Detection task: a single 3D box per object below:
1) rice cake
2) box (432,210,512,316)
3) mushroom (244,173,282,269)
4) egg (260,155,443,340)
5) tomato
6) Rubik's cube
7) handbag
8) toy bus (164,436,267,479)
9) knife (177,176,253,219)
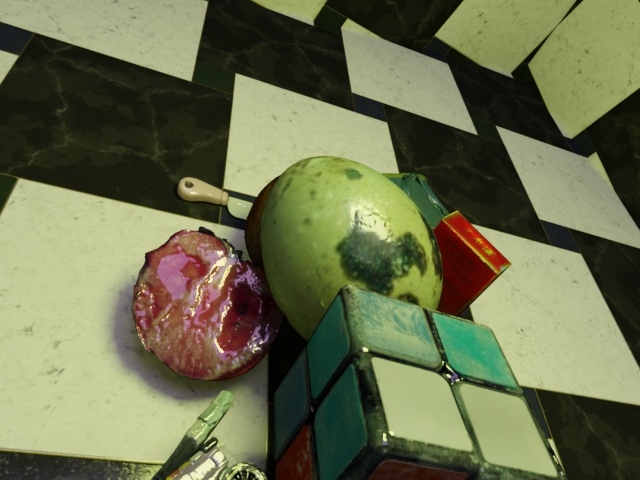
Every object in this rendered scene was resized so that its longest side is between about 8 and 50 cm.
[{"bbox_3d":[-0.227,0.356,0.938,0.038,0.211,0.124,38,42,3],"label":"rice cake"},{"bbox_3d":[0.338,0.099,1.425,0.089,0.313,0.197,-24,65,-42],"label":"box"},{"bbox_3d":[-0.021,0.003,1.317,0.331,0.334,0.356,-14,30,-25],"label":"mushroom"},{"bbox_3d":[0.057,0.031,1.062,0.345,0.345,0.428,-23,88,-42],"label":"egg"},{"bbox_3d":[-0.257,0.156,1.149,0.335,0.176,0.289,33,63,2],"label":"tomato"},{"bbox_3d":[0.122,0.305,0.838,0.313,0.316,0.318,19,31,-19],"label":"Rubik's cube"},{"bbox_3d":[0.259,-0.062,1.604,0.263,0.222,0.241,0,51,-34],"label":"handbag"},{"bbox_3d":[-0.122,0.565,0.800,0.440,0.209,0.249,45,44,15],"label":"toy bus"},{"bbox_3d":[-0.241,-0.102,1.497,0.336,0.043,0.081,17,50,-18],"label":"knife"}]
